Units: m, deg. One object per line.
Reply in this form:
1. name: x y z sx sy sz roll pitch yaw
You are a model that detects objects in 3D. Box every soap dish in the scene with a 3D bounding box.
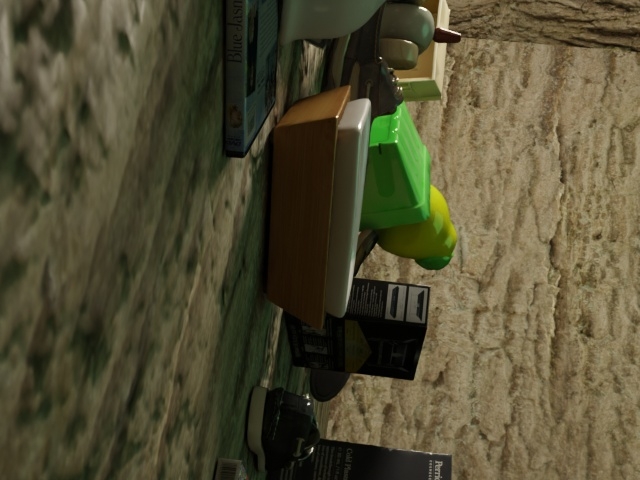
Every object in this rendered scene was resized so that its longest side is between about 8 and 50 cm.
1. soap dish: -0.003 -0.056 1.117 0.229 0.118 0.290 -73 167 -68

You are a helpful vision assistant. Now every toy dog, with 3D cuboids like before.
1. toy dog: 0.136 -0.369 1.468 0.333 0.161 0.220 -123 -132 -65

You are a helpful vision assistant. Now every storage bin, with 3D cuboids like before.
1. storage bin: 0.188 -0.496 2.049 0.123 0.261 0.262 37 57 -64

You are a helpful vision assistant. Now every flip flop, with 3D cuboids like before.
1. flip flop: 0.027 0.068 1.623 0.112 0.080 0.277 -54 175 -47

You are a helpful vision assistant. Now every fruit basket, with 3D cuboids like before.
1. fruit basket: 0.139 -0.090 1.740 0.392 0.283 0.391 -7 90 -78

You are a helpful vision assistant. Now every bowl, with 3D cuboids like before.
1. bowl: 0.041 -0.358 0.917 0.298 0.134 0.297 -169 -90 -86

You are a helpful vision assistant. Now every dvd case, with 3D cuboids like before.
1. dvd case: -0.063 -0.227 0.771 0.180 0.022 0.252 -76 171 -63

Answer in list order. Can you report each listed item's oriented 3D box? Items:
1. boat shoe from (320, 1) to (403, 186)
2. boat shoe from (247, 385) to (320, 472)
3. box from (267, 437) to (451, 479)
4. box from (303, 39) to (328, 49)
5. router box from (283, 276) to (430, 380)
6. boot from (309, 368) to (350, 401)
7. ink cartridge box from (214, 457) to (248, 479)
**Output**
1. boat shoe: 0.063 -0.235 1.291 0.132 0.130 0.355 -102 -152 -78
2. boat shoe: -0.046 0.288 1.188 0.302 0.091 0.114 81 16 -72
3. box: 0.052 0.533 1.356 0.178 0.313 0.343 90 8 -51
4. box: 0.037 -0.397 1.143 0.175 0.051 0.220 -75 -169 -64
5. router box: 0.066 0.164 1.474 0.308 0.243 0.080 88 10 -63
6. boot: 0.004 0.325 2.023 0.280 0.096 0.264 115 -13 -55
7. ink cartridge box: -0.102 0.294 0.913 0.115 0.029 0.062 87 10 -60
